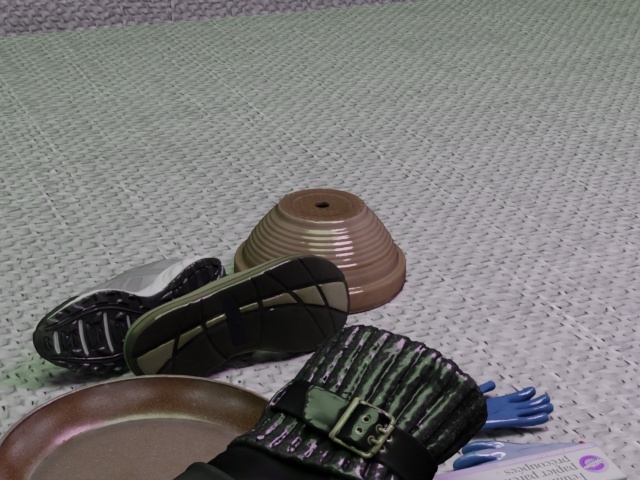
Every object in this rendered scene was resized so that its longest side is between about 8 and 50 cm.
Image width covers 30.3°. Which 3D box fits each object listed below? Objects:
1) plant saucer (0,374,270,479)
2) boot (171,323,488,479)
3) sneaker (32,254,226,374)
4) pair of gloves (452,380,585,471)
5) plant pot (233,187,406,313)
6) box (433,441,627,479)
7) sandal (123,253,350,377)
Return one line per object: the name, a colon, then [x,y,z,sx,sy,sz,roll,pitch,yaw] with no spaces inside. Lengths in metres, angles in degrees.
plant saucer: [-0.166,0.230,1.160,0.311,0.050,0.310,2,25,-1]
boot: [0.070,0.226,0.966,0.348,0.131,0.260,36,49,24]
sneaker: [-0.236,0.088,1.429,0.108,0.100,0.272,4,17,40]
pair of gloves: [0.197,0.210,1.258,0.159,0.023,0.198,-5,26,-18]
plant pot: [0.000,0.000,1.600,0.238,0.109,0.237,1,24,0]
box: [0.129,0.258,1.099,0.324,0.067,0.063,-9,27,-19]
sandal: [-0.099,0.085,1.411,0.303,0.120,0.086,-13,14,-27]
